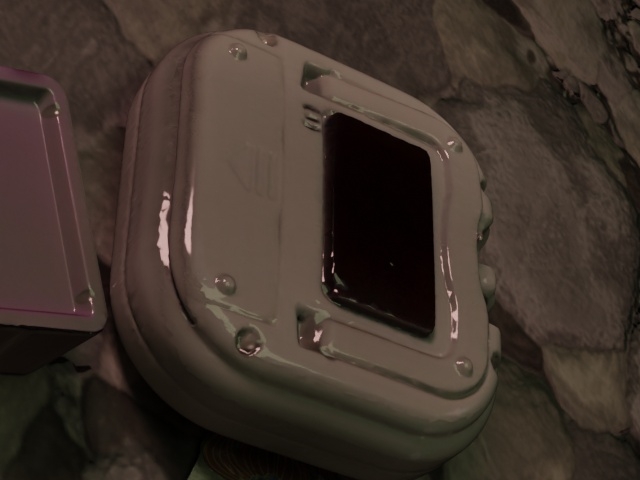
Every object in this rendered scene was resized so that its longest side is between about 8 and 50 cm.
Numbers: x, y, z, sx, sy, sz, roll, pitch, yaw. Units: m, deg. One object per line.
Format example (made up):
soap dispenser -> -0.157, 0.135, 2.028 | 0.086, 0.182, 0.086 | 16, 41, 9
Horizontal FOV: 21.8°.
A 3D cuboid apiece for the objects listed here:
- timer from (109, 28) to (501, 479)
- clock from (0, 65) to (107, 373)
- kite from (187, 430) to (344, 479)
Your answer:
timer -> 0.000, 0.000, 0.958 | 0.237, 0.087, 0.262 | 20, 49, -25
clock -> -0.206, -0.016, 0.787 | 0.197, 0.063, 0.150 | 8, 60, -44
kite -> -0.018, 0.113, 0.940 | 0.127, 0.016, 0.229 | 33, 45, -24
